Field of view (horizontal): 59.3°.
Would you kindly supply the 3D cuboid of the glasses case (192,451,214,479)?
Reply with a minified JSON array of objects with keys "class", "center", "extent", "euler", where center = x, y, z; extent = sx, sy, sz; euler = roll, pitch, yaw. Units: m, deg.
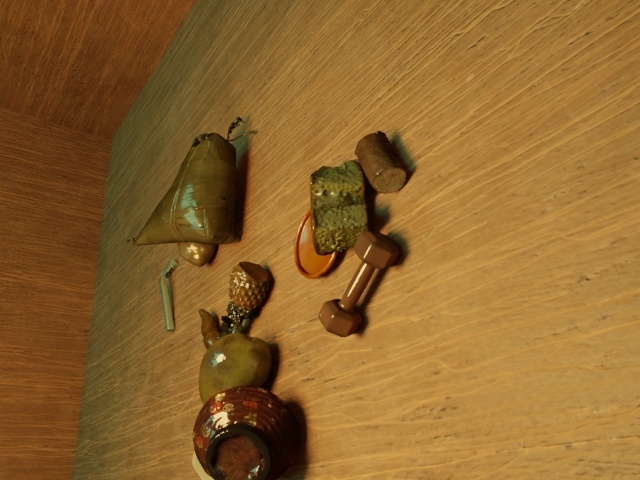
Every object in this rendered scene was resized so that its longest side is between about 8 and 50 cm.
[{"class":"glasses case","center":[-0.239,0.592,1.457],"extent":[0.313,0.070,0.131],"euler":[15,91,57]}]

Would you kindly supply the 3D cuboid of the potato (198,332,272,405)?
[{"class":"potato","center":[-0.226,0.345,1.431],"extent":[0.159,0.174,0.251],"euler":[-103,35,-66]}]

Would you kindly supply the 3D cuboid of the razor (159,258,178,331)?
[{"class":"razor","center":[-0.580,0.213,2.122],"extent":[0.111,0.056,0.278],"euler":[-42,46,39]}]

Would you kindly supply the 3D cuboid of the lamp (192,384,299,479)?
[{"class":"lamp","center":[-0.168,0.442,1.278],"extent":[0.247,0.247,0.247],"euler":[-26,58,50]}]

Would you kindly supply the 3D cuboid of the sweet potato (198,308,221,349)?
[{"class":"sweet potato","center":[-0.319,0.309,1.692],"extent":[0.067,0.067,0.274],"euler":[-57,43,27]}]

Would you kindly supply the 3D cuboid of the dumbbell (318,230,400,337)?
[{"class":"dumbbell","center":[0.078,0.089,1.157],"extent":[0.092,0.082,0.231],"euler":[49,119,50]}]

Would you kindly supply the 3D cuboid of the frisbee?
[{"class":"frisbee","center":[0.000,0.000,1.349],"extent":[0.192,0.035,0.192],"euler":[-27,56,48]}]

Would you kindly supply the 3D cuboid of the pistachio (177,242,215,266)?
[{"class":"pistachio","center":[-0.423,-0.002,1.912],"extent":[0.136,0.136,0.226],"euler":[-58,33,26]}]

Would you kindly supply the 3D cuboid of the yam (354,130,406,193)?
[{"class":"yam","center":[0.125,-0.163,1.185],"extent":[0.084,0.084,0.127],"euler":[-52,38,33]}]

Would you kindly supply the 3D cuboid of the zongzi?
[{"class":"zongzi","center":[-0.429,-0.194,1.808],"extent":[0.418,0.181,0.447],"euler":[-6,72,27]}]

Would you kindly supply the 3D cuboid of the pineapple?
[{"class":"pineapple","center":[-0.223,0.185,1.551],"extent":[0.125,0.125,0.251],"euler":[50,125,51]}]

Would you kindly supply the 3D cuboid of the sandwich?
[{"class":"sandwich","center":[0.036,-0.098,1.237],"extent":[0.128,0.122,0.236],"euler":[84,-179,-62]}]
